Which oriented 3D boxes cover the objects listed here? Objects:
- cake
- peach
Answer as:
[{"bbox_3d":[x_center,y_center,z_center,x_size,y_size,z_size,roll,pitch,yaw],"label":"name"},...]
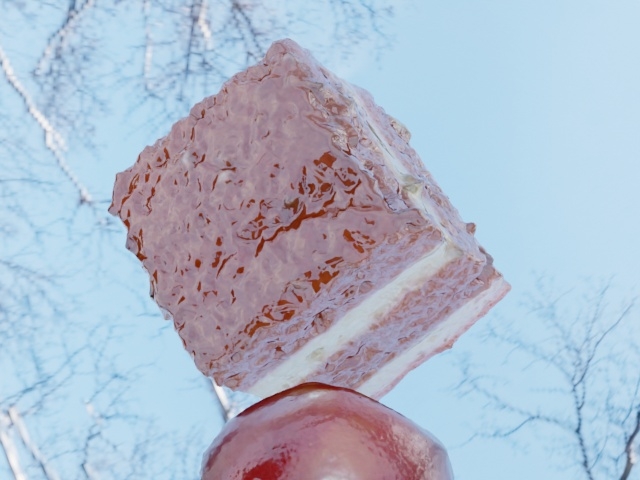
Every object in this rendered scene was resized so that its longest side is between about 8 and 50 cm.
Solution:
[{"bbox_3d":[0.000,0.000,1.301,0.270,0.319,0.269,-39,-122,14],"label":"cake"},{"bbox_3d":[-0.006,0.221,0.924,0.196,0.190,0.226,30,-101,-21],"label":"peach"}]
